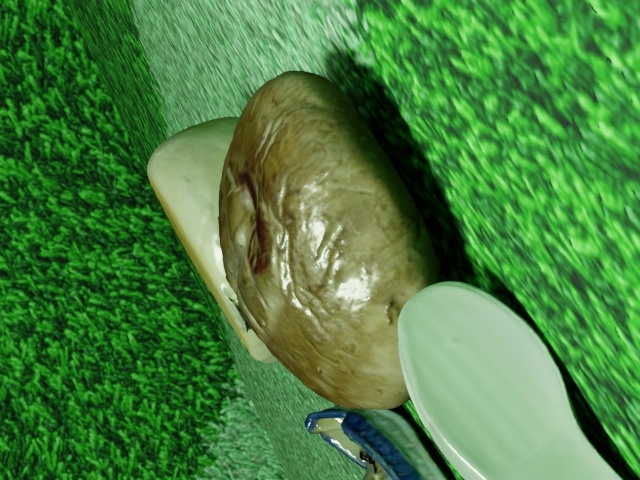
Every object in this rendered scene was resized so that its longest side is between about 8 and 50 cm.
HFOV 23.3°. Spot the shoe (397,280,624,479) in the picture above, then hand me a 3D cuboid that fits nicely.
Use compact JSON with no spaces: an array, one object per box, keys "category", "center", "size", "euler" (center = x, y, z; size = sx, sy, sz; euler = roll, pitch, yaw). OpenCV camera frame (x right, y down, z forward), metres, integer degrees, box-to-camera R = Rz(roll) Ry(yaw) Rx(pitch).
[{"category":"shoe","center":[0.135,0.151,1.000],"size":[0.265,0.095,0.110],"euler":[55,168,28]}]

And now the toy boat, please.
[{"category":"toy boat","center":[0.061,0.244,1.540],"size":[0.262,0.115,0.114],"euler":[52,164,50]}]

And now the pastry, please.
[{"category":"pastry","center":[-0.061,-0.001,1.492],"size":[0.265,0.133,0.265],"euler":[60,170,17]}]

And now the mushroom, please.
[{"category":"mushroom","center":[0.000,0.000,1.154],"size":[0.278,0.146,0.278],"euler":[58,161,33]}]
